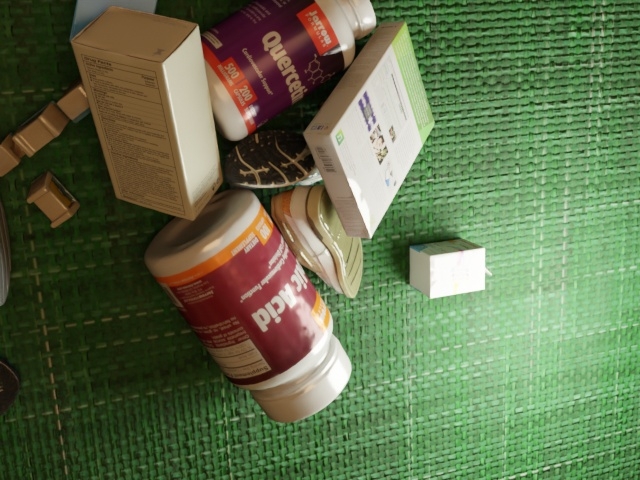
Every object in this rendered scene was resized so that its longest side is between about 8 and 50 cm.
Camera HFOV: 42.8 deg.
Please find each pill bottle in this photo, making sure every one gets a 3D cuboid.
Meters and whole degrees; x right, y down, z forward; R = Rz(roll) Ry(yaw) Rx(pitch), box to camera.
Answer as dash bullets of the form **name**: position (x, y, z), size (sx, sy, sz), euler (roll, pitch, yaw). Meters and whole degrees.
- **pill bottle**: position (-0.071, -0.323, 1.379), size (0.323, 0.181, 0.181), euler (-36, 113, -8)
- **pill bottle**: position (-0.117, 0.123, 1.457), size (0.224, 0.224, 0.392), euler (-35, 113, -8)

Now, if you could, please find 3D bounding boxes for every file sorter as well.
- **file sorter**: position (-0.329, -0.388, 1.308), size (0.118, 0.104, 0.170), euler (10, 100, -22)

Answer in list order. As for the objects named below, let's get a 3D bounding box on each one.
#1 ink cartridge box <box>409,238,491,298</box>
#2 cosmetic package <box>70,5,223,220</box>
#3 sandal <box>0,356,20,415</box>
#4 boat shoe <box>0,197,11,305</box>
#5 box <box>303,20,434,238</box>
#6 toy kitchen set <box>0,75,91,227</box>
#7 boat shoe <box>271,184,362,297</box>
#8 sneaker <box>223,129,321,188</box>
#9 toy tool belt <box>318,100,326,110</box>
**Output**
- **ink cartridge box**: position (0.264, 0.053, 1.651), size (0.143, 0.092, 0.089), euler (-8, 106, -20)
- **cosmetic package**: position (-0.261, -0.191, 1.276), size (0.309, 0.160, 0.113), euler (89, 24, -46)
- **sandal**: position (-0.726, 0.244, 1.327), size (0.446, 0.107, 0.167), euler (11, 100, -23)
- **boat shoe**: position (-0.572, -0.038, 1.325), size (0.094, 0.109, 0.302), euler (-6, 97, -4)
- **box**: position (0.097, -0.196, 1.422), size (0.322, 0.058, 0.232), euler (-57, 140, -34)
- **toy kitchen set**: position (-0.408, -0.153, 1.356), size (0.207, 0.122, 0.166), euler (-33, 115, 13)
- **boat shoe**: position (0.000, 0.000, 1.512), size (0.302, 0.103, 0.113), euler (65, 35, -48)
- **sneaker**: position (-0.044, -0.132, 1.456), size (0.283, 0.122, 0.110), euler (-18, 68, -27)
- **toy tool belt**: position (0.036, -0.248, 1.517), size (0.083, 0.052, 0.051), euler (27, 62, -27)
